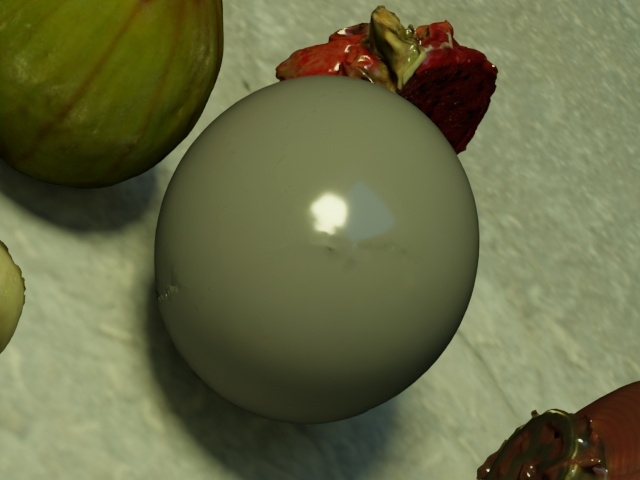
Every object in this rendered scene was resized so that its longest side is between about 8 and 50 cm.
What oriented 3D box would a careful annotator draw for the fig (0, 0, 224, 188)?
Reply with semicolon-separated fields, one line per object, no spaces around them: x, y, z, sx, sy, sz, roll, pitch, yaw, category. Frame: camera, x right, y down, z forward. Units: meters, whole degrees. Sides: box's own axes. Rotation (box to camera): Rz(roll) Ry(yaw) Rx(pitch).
-0.082;-0.125;0.808;0.124;0.236;0.124;20;40;-18;fig

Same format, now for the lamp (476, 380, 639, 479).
0.193;0.162;0.844;0.258;0.180;0.180;30;36;-19;lamp

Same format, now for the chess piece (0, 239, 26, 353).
-0.172;0.081;0.637;0.090;0.090;0.200;32;46;-19;chess piece

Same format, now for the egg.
0.000;0.000;0.841;0.146;0.146;0.199;41;26;-7;egg

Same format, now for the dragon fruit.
0.032;-0.090;1.014;0.162;0.106;0.083;-5;56;-47;dragon fruit
